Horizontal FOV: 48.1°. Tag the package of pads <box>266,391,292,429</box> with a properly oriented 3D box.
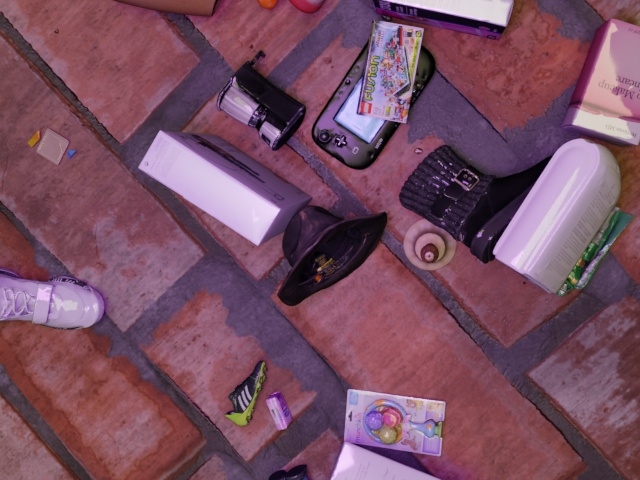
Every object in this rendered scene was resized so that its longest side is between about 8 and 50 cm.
[{"bbox_3d":[-0.101,0.418,1.764,0.032,0.050,0.083,-22,93,16],"label":"package of pads"}]

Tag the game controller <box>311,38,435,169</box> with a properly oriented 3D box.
[{"bbox_3d":[0.120,-0.323,1.642,0.166,0.067,0.319,35,101,4],"label":"game controller"}]

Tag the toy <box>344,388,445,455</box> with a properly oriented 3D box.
[{"bbox_3d":[0.175,0.443,1.722,0.237,0.056,0.137,5,96,8],"label":"toy"}]

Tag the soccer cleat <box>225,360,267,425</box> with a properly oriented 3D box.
[{"bbox_3d":[-0.184,0.372,1.768,0.072,0.060,0.179,22,102,7],"label":"soccer cleat"}]

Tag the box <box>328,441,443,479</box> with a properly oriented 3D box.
[{"bbox_3d":[0.175,0.628,1.652,0.345,0.168,0.215,21,75,6],"label":"box"}]

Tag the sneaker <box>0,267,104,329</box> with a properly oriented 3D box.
[{"bbox_3d":[-0.732,0.157,1.750,0.365,0.210,0.138,11,98,7],"label":"sneaker"}]

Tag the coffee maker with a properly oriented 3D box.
[{"bbox_3d":[-0.122,-0.322,1.652,0.178,0.120,0.171,36,99,3],"label":"coffee maker"}]

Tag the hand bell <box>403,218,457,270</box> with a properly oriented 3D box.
[{"bbox_3d":[0.242,0.021,1.572,0.126,0.242,0.126,1,96,8],"label":"hand bell"}]

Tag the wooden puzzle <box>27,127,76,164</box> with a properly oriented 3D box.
[{"bbox_3d":[-0.671,-0.236,1.799,0.116,0.014,0.079,38,104,3],"label":"wooden puzzle"}]

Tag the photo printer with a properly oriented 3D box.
[{"bbox_3d":[0.502,-0.053,1.481,0.107,0.256,0.308,35,97,34],"label":"photo printer"}]

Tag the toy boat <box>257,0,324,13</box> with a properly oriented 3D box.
[{"bbox_3d":[-0.095,-0.591,1.625,0.231,0.151,0.151,39,130,3],"label":"toy boat"}]

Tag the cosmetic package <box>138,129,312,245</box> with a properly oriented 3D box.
[{"bbox_3d":[-0.185,-0.122,1.552,0.284,0.377,0.097,35,101,3],"label":"cosmetic package"}]

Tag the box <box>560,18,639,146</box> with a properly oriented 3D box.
[{"bbox_3d":[0.634,-0.332,1.532,0.148,0.127,0.232,18,98,6],"label":"box"}]

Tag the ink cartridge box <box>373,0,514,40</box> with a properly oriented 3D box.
[{"bbox_3d":[0.221,-0.514,1.550,0.370,0.176,0.069,17,99,7],"label":"ink cartridge box"}]

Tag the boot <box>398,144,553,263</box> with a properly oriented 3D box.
[{"bbox_3d":[0.374,-0.131,1.594,0.348,0.131,0.260,-35,54,-19],"label":"boot"}]

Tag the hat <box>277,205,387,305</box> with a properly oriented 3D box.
[{"bbox_3d":[0.000,0.000,1.586,0.331,0.331,0.134,-40,71,11],"label":"hat"}]

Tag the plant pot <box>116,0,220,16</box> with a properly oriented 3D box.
[{"bbox_3d":[-0.344,-0.611,1.617,0.254,0.237,0.237,23,99,-9],"label":"plant pot"}]

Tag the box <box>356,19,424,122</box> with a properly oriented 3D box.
[{"bbox_3d":[0.153,-0.372,1.589,0.114,0.036,0.207,8,104,-5],"label":"box"}]

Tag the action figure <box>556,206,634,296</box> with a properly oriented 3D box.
[{"bbox_3d":[0.588,0.021,1.610,0.137,0.063,0.232,26,96,16],"label":"action figure"}]

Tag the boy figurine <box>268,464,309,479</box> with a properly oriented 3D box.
[{"bbox_3d":[-0.050,0.707,1.769,0.177,0.092,0.285,-15,91,7],"label":"boy figurine"}]
